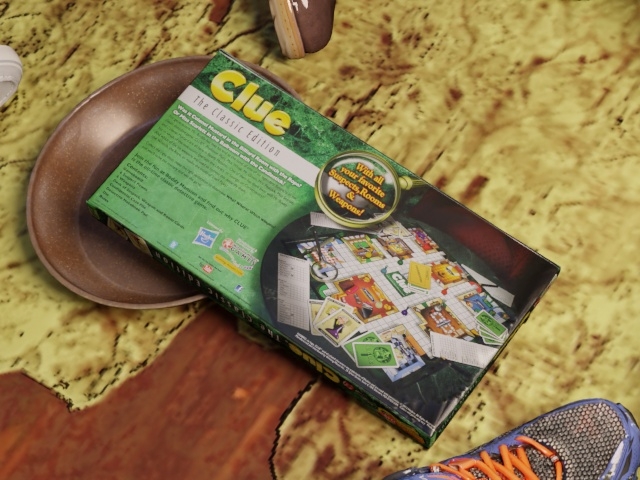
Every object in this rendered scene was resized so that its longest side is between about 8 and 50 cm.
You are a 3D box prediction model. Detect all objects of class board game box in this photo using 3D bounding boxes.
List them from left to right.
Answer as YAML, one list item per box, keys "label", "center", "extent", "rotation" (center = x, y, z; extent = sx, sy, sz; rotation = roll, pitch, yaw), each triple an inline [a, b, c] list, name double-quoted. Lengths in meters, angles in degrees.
- label: "board game box"
  center: [0.000, 0.000, 1.036]
  extent: [0.260, 0.030, 0.136]
  rotation: [34, 73, 17]

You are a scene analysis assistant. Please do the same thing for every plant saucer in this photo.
- label: "plant saucer"
  center: [-0.093, -0.033, 1.116]
  extent: [0.199, 0.036, 0.198]
  rotation: [-7, 56, 10]

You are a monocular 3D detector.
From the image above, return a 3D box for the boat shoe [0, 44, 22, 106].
- label: "boat shoe"
  center: [-0.276, -0.063, 1.174]
  extent: [0.184, 0.066, 0.063]
  rotation: [-33, 69, -10]

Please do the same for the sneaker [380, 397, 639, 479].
- label: "sneaker"
  center: [0.076, 0.151, 0.915]
  extent: [0.221, 0.087, 0.083]
  rotation: [-32, 55, -6]

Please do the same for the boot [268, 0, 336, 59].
- label: "boot"
  center: [0.066, -0.240, 1.177]
  extent: [0.207, 0.090, 0.248]
  rotation: [0, 67, 6]
